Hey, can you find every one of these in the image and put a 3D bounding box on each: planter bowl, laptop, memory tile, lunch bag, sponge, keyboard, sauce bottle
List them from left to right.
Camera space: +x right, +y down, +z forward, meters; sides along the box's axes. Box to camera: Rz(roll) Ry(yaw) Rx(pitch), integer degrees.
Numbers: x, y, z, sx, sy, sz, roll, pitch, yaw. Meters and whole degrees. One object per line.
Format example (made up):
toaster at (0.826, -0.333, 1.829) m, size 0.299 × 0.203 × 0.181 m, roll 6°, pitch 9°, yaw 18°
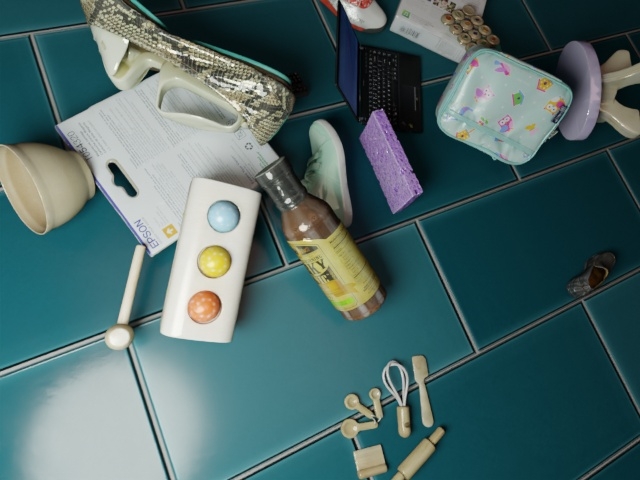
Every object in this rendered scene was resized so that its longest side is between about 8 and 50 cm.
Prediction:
planter bowl at (-0.489, -0.106, 0.751) m, size 0.162 × 0.162 × 0.109 m, roll 51°, pitch 43°, yaw 4°
keyboard at (-0.126, -0.359, 0.955) m, size 0.180 × 0.023 × 0.108 m, roll -21°, pitch 62°, yaw -23°
sauce bottle at (0.000, 0.000, 0.795) m, size 0.111 × 0.111 × 0.345 m, roll -42°, pitch 108°, yaw -20°
laptop at (0.148, -0.409, 0.988) m, size 0.264 × 0.136 × 0.235 m, roll 6°, pitch 74°, yaw -12°
sponge at (0.154, -0.176, 0.934) m, size 0.031 × 0.117 × 0.210 m, roll -21°, pitch 80°, yaw -16°
memory tile at (0.396, -0.556, 1.086) m, size 0.113 × 0.012 × 0.148 m, roll -27°, pitch 74°, yaw -18°
lunch bag at (0.436, -0.316, 0.996) m, size 0.278 × 0.224 × 0.108 m, roll 24°, pitch 30°, yaw -4°

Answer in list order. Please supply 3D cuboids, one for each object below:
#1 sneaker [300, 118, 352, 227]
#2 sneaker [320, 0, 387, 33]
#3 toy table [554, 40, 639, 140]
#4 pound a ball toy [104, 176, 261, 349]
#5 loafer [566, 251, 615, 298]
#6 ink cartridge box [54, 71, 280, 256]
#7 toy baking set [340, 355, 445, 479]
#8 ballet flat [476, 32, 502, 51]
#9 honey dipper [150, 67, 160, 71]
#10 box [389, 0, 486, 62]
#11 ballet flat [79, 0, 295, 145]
sneaker at (-0.027, -0.145, 0.891) m, size 0.150 × 0.094 × 0.256 m, roll -7°, pitch 78°, yaw -19°
sneaker at (0.068, -0.647, 1.031) m, size 0.270 × 0.145 × 0.090 m, roll 34°, pitch 70°, yaw -3°
toy table at (0.741, -0.395, 1.086) m, size 0.160 × 0.252 × 0.275 m, roll 3°, pitch 86°, yaw 4°
pound a ball toy at (-0.237, 0.051, 0.725) m, size 0.208 × 0.135 × 0.320 m, roll 13°, pitch 86°, yaw -22°
loafer at (0.688, 0.083, 1.021) m, size 0.170 × 0.061 × 0.062 m, roll -39°, pitch 85°, yaw -21°
ink cartridge box at (-0.295, -0.181, 0.854) m, size 0.330 × 0.071 × 0.324 m, roll -36°, pitch 86°, yaw -17°
toy baking set at (0.157, 0.360, 0.831) m, size 0.256 × 0.030 × 0.197 m, roll -32°, pitch 84°, yaw -19°
ballet flat at (0.449, -0.447, 1.101) m, size 0.077 × 0.077 × 0.231 m, roll -2°, pitch 69°, yaw -16°
honey dipper at (-0.386, -0.383, 0.910) m, size 0.160 × 0.030 × 0.031 m, roll 10°, pitch 73°, yaw -14°
box at (0.346, -0.674, 1.154) m, size 0.232 × 0.058 × 0.322 m, roll 23°, pitch 72°, yaw -7°
ballet flat at (-0.288, -0.334, 0.791) m, size 0.482 × 0.164 × 0.182 m, roll 29°, pitch 92°, yaw -6°
